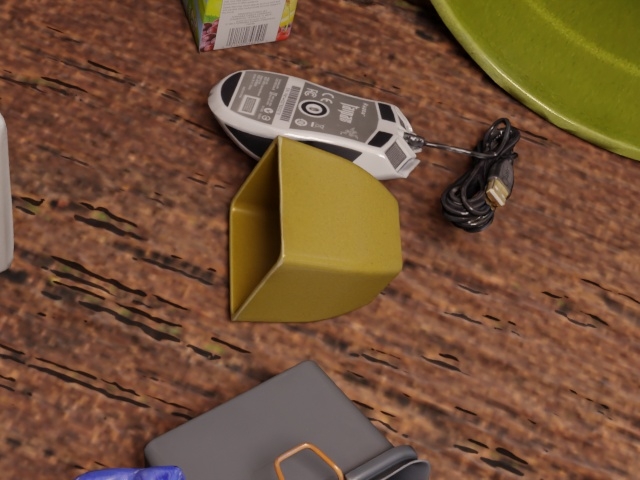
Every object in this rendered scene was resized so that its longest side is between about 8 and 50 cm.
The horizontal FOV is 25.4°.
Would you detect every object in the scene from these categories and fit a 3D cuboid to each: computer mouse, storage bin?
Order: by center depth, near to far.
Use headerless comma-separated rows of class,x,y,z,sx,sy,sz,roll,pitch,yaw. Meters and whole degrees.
storage bin,-0.025,0.124,0.733,0.135,0.098,0.091,-27,58,-23
computer mouse,0.024,-0.057,0.866,0.193,0.042,0.106,15,38,2

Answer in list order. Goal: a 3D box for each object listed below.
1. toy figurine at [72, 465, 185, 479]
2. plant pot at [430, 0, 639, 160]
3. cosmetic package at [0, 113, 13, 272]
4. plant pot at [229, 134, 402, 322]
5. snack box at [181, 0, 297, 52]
toy figurine,-0.093,0.215,0.578,0.217,0.191,0.363,-13,67,0
plant pot,0.279,-0.293,0.903,0.366,0.366,0.353,28,48,6
cosmetic package,-0.405,-0.010,0.692,0.453,0.161,0.230,-27,68,-23
plant pot,0.000,0.000,0.814,0.083,0.081,0.081,10,58,-22
snack box,-0.057,-0.247,0.867,0.070,0.207,0.174,-12,64,-17
